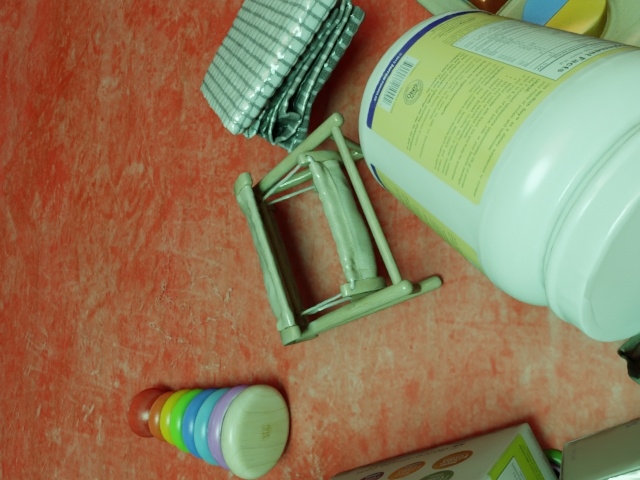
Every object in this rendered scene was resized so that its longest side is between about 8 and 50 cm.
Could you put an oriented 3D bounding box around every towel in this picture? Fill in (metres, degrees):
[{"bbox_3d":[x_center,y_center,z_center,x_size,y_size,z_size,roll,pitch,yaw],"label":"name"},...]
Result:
[{"bbox_3d":[-0.066,-0.282,0.729,0.235,0.121,0.283,-55,36,13],"label":"towel"}]

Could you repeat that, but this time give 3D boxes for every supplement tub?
[{"bbox_3d":[0.212,-0.085,0.478,0.241,0.241,0.331,-55,39,15],"label":"supplement tub"}]

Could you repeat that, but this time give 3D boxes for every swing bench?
[{"bbox_3d":[0.000,0.000,0.694,0.255,0.165,0.253,-27,75,25],"label":"swing bench"}]

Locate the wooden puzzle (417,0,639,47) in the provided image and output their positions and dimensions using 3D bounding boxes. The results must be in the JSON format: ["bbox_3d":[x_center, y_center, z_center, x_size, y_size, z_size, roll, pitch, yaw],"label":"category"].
[{"bbox_3d":[0.320,-0.372,0.587,0.322,0.080,0.348,-45,68,19],"label":"wooden puzzle"}]

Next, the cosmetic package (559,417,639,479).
[{"bbox_3d":[0.378,0.359,0.466,0.113,0.160,0.309,-35,70,23],"label":"cosmetic package"}]

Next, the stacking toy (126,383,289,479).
[{"bbox_3d":[-0.219,0.315,0.828,0.330,0.141,0.141,-7,83,36],"label":"stacking toy"}]

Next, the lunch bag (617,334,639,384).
[{"bbox_3d":[0.407,0.145,0.390,0.235,0.287,0.169,46,108,24],"label":"lunch bag"}]

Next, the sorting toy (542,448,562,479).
[{"bbox_3d":[0.270,0.304,0.595,0.102,0.042,0.061,-19,78,26],"label":"sorting toy"}]

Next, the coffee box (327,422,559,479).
[{"bbox_3d":[0.106,0.444,0.484,0.338,0.334,0.338,-35,71,33],"label":"coffee box"}]
